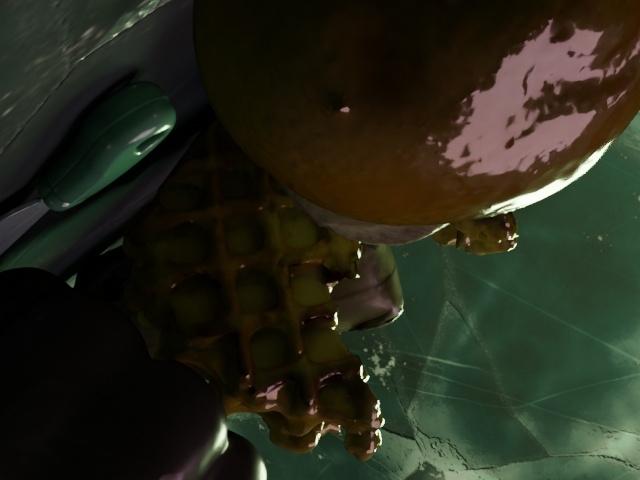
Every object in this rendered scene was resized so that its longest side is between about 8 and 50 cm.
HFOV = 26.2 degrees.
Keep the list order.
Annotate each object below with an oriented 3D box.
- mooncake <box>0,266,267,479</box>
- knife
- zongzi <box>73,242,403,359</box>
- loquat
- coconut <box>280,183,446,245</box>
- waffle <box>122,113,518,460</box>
[{"bbox_3d":[-0.182,0.150,1.037,0.154,0.306,0.306,-49,-178,-17],"label":"mooncake"},{"bbox_3d":[-0.180,-0.017,0.854,0.260,0.035,0.063,-36,177,36],"label":"knife"},{"bbox_3d":[-0.096,-0.012,1.447,0.323,0.160,0.360,-13,-147,2],"label":"zongzi"},{"bbox_3d":[0.044,-0.110,0.621,0.213,0.213,0.213,-40,179,-1],"label":"loquat"},{"bbox_3d":[0.067,-0.109,0.969,0.222,0.202,0.202,-31,172,-48],"label":"coconut"},{"bbox_3d":[0.000,0.000,1.113,0.324,0.261,0.151,-53,-177,-24],"label":"waffle"}]
